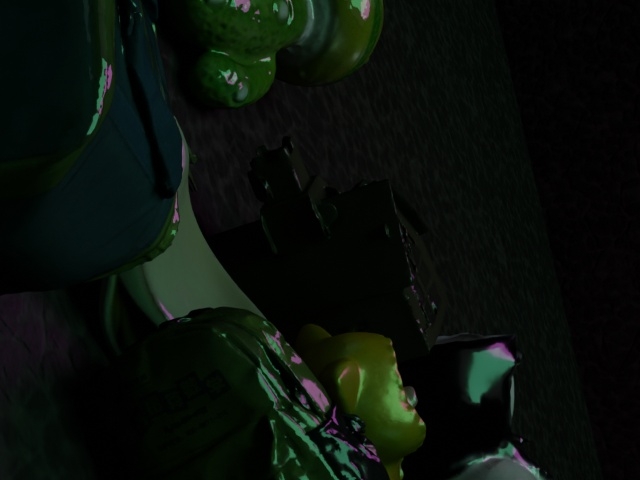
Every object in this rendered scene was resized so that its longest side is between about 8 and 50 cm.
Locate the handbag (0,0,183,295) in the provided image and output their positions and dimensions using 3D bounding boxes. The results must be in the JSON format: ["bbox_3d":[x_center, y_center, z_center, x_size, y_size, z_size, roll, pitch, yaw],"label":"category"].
[{"bbox_3d":[-0.208,-0.107,0.893,0.241,0.222,0.263,68,10,-74],"label":"handbag"}]

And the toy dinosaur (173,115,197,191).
[{"bbox_3d":[-0.149,-0.104,1.397,0.120,0.029,0.060,60,8,-35],"label":"toy dinosaur"}]

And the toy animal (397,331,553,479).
[{"bbox_3d":[0.133,0.267,1.561,0.251,0.251,0.310,-2,83,-70],"label":"toy animal"}]

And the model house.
[{"bbox_3d":[0.000,0.000,1.432,0.204,0.211,0.243,-67,136,-64],"label":"model house"}]

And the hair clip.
[{"bbox_3d":[-0.127,0.052,1.216,0.282,0.113,0.172,59,22,-21],"label":"hair clip"}]

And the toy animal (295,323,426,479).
[{"bbox_3d":[0.018,0.197,1.255,0.156,0.156,0.230,-42,136,-69],"label":"toy animal"}]

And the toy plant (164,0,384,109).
[{"bbox_3d":[-0.063,-0.271,1.578,0.316,0.184,0.224,-19,110,-60],"label":"toy plant"}]

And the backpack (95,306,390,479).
[{"bbox_3d":[-0.069,0.173,1.113,0.253,0.207,0.140,59,21,-9],"label":"backpack"}]
